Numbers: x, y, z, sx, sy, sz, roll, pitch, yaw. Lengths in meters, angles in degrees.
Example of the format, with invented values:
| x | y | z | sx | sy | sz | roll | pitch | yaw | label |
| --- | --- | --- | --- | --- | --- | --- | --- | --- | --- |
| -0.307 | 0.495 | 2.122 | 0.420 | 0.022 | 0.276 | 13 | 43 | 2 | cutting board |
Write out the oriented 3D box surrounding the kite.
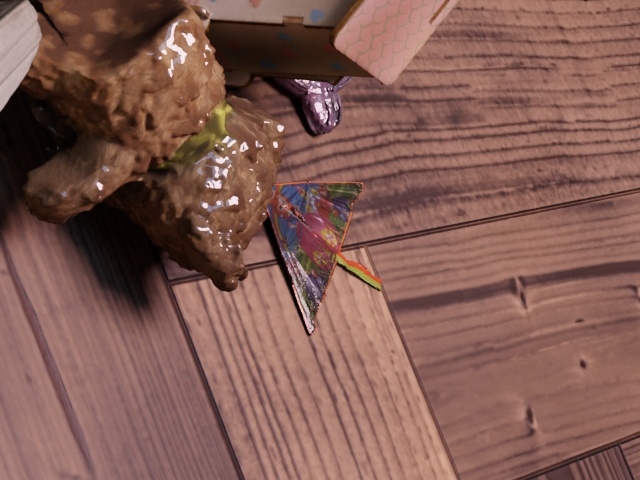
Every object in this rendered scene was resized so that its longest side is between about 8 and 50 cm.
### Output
| x | y | z | sx | sy | sz | roll | pitch | yaw | label |
| --- | --- | --- | --- | --- | --- | --- | --- | --- | --- |
| 0.000 | 0.000 | 1.618 | 0.159 | 0.010 | 0.190 | 42 | 45 | -22 | kite |

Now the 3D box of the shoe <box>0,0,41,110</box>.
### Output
| x | y | z | sx | sy | sz | roll | pitch | yaw | label |
| --- | --- | --- | --- | --- | --- | --- | --- | --- | --- |
| -0.279 | -0.019 | 1.230 | 0.316 | 0.124 | 0.159 | -44 | 118 | -21 | shoe |

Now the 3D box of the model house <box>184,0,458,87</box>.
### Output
| x | y | z | sx | sy | sz | roll | pitch | yaw | label |
| --- | --- | --- | --- | --- | --- | --- | --- | --- | --- |
| 0.033 | -0.289 | 1.542 | 0.169 | 0.244 | 0.326 | 30 | 68 | -60 | model house |

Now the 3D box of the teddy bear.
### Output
| x | y | z | sx | sy | sz | roll | pitch | yaw | label |
| --- | --- | --- | --- | --- | --- | --- | --- | --- | --- |
| -0.178 | -0.109 | 1.415 | 0.296 | 0.222 | 0.246 | 11 | 42 | 8 | teddy bear |

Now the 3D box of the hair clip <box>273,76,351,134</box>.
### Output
| x | y | z | sx | sy | sz | roll | pitch | yaw | label |
| --- | --- | --- | --- | --- | --- | --- | --- | --- | --- |
| -0.015 | -0.208 | 1.693 | 0.146 | 0.056 | 0.187 | 34 | 49 | -17 | hair clip |
